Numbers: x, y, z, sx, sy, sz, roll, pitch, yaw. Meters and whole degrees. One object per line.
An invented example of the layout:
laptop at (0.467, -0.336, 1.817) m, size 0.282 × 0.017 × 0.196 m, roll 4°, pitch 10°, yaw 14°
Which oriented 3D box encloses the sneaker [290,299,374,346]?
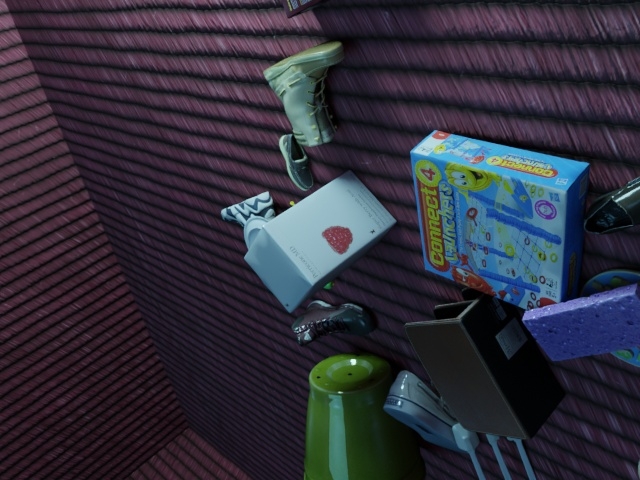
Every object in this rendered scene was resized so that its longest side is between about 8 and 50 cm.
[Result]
sneaker at (0.018, 0.262, 1.717) m, size 0.281 × 0.163 × 0.106 m, roll -2°, pitch 117°, yaw 52°

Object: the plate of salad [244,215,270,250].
plate of salad at (-0.142, 0.017, 1.684) m, size 0.200 × 0.048 × 0.199 m, roll 27°, pitch 136°, yaw 30°

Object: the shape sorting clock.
shape sorting clock at (0.562, 0.144, 1.055) m, size 0.206 × 0.040 × 0.206 m, roll 31°, pitch 139°, yaw 31°

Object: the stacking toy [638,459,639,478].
stacking toy at (0.638, 0.313, 1.019) m, size 0.141 × 0.141 × 0.330 m, roll 18°, pitch 131°, yaw 42°

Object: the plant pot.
plant pot at (0.106, 0.532, 1.718) m, size 0.367 × 0.367 × 0.352 m, roll 10°, pitch 115°, yaw 47°

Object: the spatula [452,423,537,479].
spatula at (0.444, 0.538, 1.486) m, size 0.168 × 0.019 × 0.242 m, roll -20°, pitch 112°, yaw 11°

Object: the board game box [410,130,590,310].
board game box at (0.332, -0.030, 1.118) m, size 0.302 × 0.086 × 0.308 m, roll 22°, pitch 140°, yaw 39°

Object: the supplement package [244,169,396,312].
supplement package at (0.000, 0.000, 1.394) m, size 0.177 × 0.293 × 0.175 m, roll 49°, pitch 146°, yaw 8°

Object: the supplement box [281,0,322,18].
supplement box at (0.005, -0.529, 1.124) m, size 0.239 × 0.073 × 0.130 m, roll -1°, pitch 117°, yaw 50°

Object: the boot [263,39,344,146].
boot at (-0.009, -0.316, 1.306) m, size 0.262 × 0.095 × 0.203 m, roll -1°, pitch 117°, yaw 53°

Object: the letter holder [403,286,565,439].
letter holder at (0.355, 0.270, 1.324) m, size 0.301 × 0.152 × 0.214 m, roll 59°, pitch 148°, yaw -6°

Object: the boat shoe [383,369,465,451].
boat shoe at (0.305, 0.437, 1.553) m, size 0.136 × 0.156 × 0.367 m, roll -6°, pitch 143°, yaw 48°

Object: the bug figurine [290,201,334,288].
bug figurine at (-0.028, 0.025, 1.651) m, size 0.216 × 0.072 × 0.279 m, roll 42°, pitch 144°, yaw 18°

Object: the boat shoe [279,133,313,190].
boat shoe at (-0.057, -0.199, 1.504) m, size 0.049 × 0.056 × 0.152 m, roll -8°, pitch 113°, yaw 59°

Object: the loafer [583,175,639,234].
loafer at (0.503, -0.058, 0.916) m, size 0.080 × 0.078 × 0.220 m, roll 51°, pitch 147°, yaw 6°

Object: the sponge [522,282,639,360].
sponge at (0.480, 0.151, 1.045) m, size 0.210 × 0.031 × 0.117 m, roll -25°, pitch 113°, yaw 45°

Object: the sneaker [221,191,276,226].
sneaker at (-0.205, -0.048, 1.783) m, size 0.235 × 0.094 × 0.153 m, roll -16°, pitch 97°, yaw 45°
